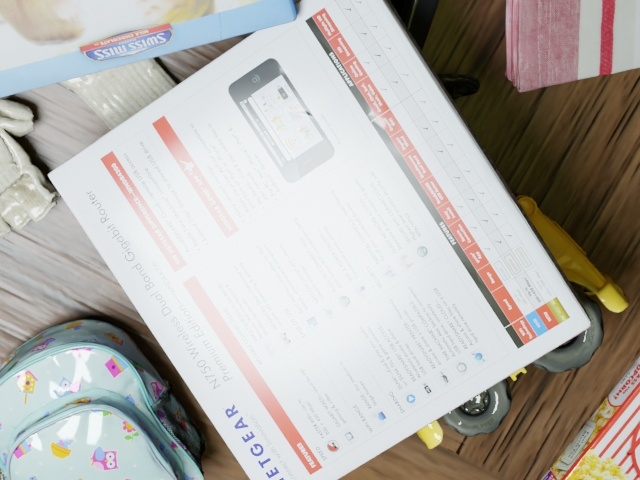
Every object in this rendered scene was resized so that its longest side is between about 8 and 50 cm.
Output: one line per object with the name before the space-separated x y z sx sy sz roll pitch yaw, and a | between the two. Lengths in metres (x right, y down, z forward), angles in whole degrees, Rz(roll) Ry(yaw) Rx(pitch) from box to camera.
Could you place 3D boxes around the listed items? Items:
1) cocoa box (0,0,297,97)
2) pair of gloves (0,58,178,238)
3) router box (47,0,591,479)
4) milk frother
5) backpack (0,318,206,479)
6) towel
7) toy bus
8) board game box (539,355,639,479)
cocoa box | -0.216 -0.268 0.922 0.347 0.228 0.231 -14 146 4
pair of gloves | -0.261 -0.129 1.090 0.240 0.042 0.204 -35 102 -3
router box | 0.000 0.000 1.014 0.301 0.082 0.335 -32 94 10
milk frother | 0.078 -0.197 1.103 0.143 0.129 0.135 5 105 -50
backpack | -0.208 0.171 1.113 0.165 0.144 0.188 -27 99 6
towel | 0.307 -0.268 1.073 0.328 0.037 0.237 -12 120 -15
toy bus | 0.129 0.047 1.125 0.220 0.149 0.211 -39 93 5
board game box | 0.325 0.213 1.221 0.146 0.045 0.193 35 95 -11
